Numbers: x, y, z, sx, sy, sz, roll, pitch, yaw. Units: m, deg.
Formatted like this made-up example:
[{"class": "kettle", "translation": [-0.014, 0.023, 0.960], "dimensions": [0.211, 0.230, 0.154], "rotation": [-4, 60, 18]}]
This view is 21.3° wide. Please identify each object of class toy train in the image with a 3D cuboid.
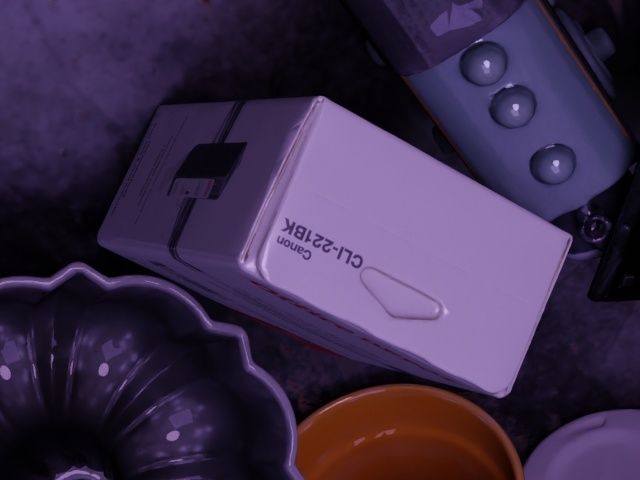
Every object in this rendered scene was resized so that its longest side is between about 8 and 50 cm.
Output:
[{"class": "toy train", "translation": [0.099, -0.129, 1.078], "dimensions": [0.142, 0.190, 0.334], "rotation": [-30, 123, 13]}]

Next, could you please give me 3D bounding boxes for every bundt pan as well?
[{"class": "bundt pan", "translation": [-0.181, 0.180, 1.210], "dimensions": [0.330, 0.124, 0.331], "rotation": [0, 89, -18]}]

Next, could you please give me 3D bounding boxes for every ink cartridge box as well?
[{"class": "ink cartridge box", "translation": [0.000, 0.000, 1.095], "dimensions": [0.197, 0.273, 0.114], "rotation": [27, 82, -24]}]

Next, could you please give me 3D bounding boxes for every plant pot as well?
[{"class": "plant pot", "translation": [0.069, 0.248, 1.341], "dimensions": [0.205, 0.205, 0.188], "rotation": [-15, 141, 2]}]

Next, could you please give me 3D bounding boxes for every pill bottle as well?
[{"class": "pill bottle", "translation": [0.272, 0.282, 1.405], "dimensions": [0.152, 0.152, 0.272], "rotation": [-22, 124, 7]}]

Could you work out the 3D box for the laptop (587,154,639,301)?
[{"class": "laptop", "translation": [0.290, -0.095, 1.120], "dimensions": [0.264, 0.136, 0.234], "rotation": [-3, 125, -26]}]
